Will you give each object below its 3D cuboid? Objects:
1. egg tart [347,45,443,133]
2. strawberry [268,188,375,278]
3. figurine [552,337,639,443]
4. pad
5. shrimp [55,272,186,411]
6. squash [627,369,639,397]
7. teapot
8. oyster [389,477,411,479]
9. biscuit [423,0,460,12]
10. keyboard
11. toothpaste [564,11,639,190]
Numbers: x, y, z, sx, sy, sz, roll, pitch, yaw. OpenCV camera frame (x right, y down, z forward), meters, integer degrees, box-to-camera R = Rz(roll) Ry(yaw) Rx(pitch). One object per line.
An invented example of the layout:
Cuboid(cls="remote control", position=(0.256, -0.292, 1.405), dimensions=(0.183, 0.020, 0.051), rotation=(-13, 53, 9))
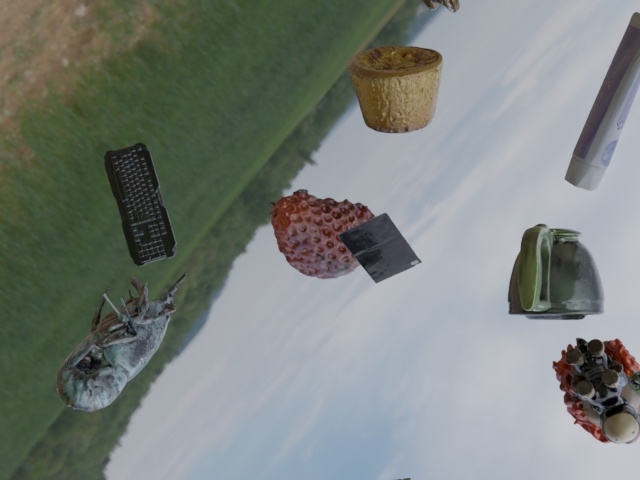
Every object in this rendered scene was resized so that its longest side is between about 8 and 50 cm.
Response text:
Cuboid(cls="egg tart", position=(0.156, -0.310, 1.843), dimensions=(0.203, 0.202, 0.147), rotation=(-59, 150, -58))
Cuboid(cls="strawberry", position=(0.018, -0.001, 2.099), dimensions=(0.280, 0.253, 0.150), rotation=(76, 4, -63))
Cuboid(cls="figurine", position=(0.751, 0.400, 2.336), dimensions=(0.241, 0.306, 0.412), rotation=(-40, 166, 7))
Cuboid(cls="pad", position=(0.128, 0.019, 1.883), dimensions=(0.116, 0.193, 0.004), rotation=(-26, -134, 15))
Cuboid(cls="shrimp", position=(-0.354, 0.153, 1.631), dimensions=(0.172, 0.137, 0.372), rotation=(116, -2, -48))
Cuboid(cls="squash", position=(0.747, 0.303, 1.920), dimensions=(0.318, 0.071, 0.080), rotation=(-3, 156, -40))
Cuboid(cls="teapot", position=(0.558, 0.082, 2.236), dimensions=(0.239, 0.321, 0.240), rotation=(-9, -99, 59))
Cuboid(cls="oyster", position=(0.165, 0.775, 2.369), dimensions=(0.199, 0.087, 0.252), rotation=(-46, -149, 40))
Cuboid(cls="biscuit", position=(0.236, -0.582, 2.032), dimensions=(0.031, 0.138, 0.205), rotation=(-41, -143, -6))
Cuboid(cls="keyboard", position=(-0.390, -0.079, 1.928), dimensions=(0.106, 0.263, 0.016), rotation=(-16, 177, -10))
Cuboid(cls="toothpaste", position=(0.611, -0.287, 1.860), dimensions=(0.125, 0.079, 0.372), rotation=(-109, -149, -64))
